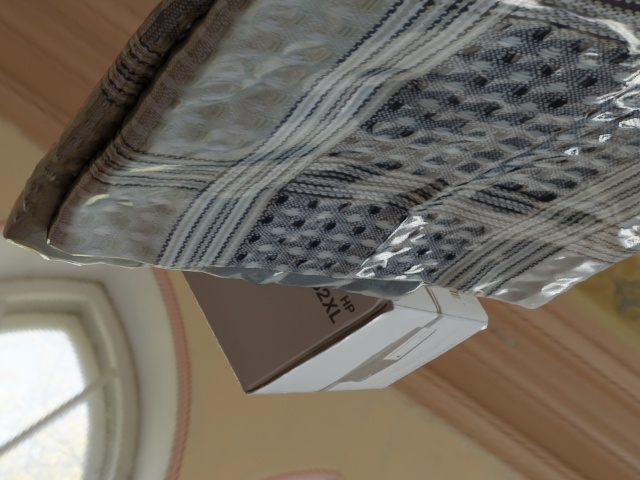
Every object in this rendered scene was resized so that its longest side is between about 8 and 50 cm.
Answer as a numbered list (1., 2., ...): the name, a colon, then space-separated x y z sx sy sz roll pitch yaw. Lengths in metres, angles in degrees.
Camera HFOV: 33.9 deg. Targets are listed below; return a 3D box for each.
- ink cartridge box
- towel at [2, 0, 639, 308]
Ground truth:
1. ink cartridge box: 0.000 0.000 0.855 0.129 0.307 0.223 -34 -107 14
2. towel: 0.050 -0.031 0.475 0.312 0.056 0.324 6 -22 -30
